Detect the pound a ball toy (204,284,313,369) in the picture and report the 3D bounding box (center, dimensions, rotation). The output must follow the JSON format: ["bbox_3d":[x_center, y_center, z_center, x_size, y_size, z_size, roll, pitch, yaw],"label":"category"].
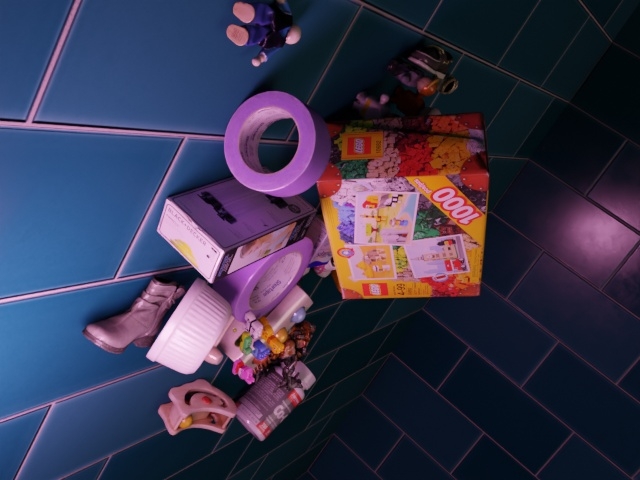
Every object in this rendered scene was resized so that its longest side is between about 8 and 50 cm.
[{"bbox_3d":[-0.171,0.244,1.944,0.319,0.136,0.208,-48,160,-9],"label":"pound a ball toy"}]

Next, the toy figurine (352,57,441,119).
[{"bbox_3d":[0.194,-0.314,1.722,0.213,0.148,0.209,-45,159,-13],"label":"toy figurine"}]

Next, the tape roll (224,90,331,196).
[{"bbox_3d":[-0.081,-0.180,1.321,0.189,0.189,0.080,-54,160,10],"label":"tape roll"}]

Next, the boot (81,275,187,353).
[{"bbox_3d":[-0.376,0.139,1.438,0.161,0.083,0.246,-57,167,5],"label":"boot"}]

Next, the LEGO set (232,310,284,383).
[{"bbox_3d":[-0.152,0.279,1.813,0.087,0.093,0.227,-25,143,-39],"label":"LEGO set"}]

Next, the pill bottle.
[{"bbox_3d":[-0.160,0.542,2.443,0.283,0.161,0.161,-43,159,-18],"label":"pill bottle"}]

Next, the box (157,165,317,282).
[{"bbox_3d":[-0.164,-0.041,1.424,0.290,0.169,0.087,-27,152,-49],"label":"box"}]

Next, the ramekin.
[{"bbox_3d":[-0.283,0.197,1.550,0.207,0.109,0.207,-56,-174,8],"label":"ramekin"}]

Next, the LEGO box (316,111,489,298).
[{"bbox_3d":[0.209,-0.065,1.717,0.500,0.373,0.193,75,15,-54],"label":"LEGO box"}]

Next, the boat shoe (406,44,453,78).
[{"bbox_3d":[0.277,-0.458,1.756,0.068,0.081,0.228,-60,165,17],"label":"boat shoe"}]

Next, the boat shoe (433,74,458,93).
[{"bbox_3d":[0.361,-0.440,1.996,0.056,0.048,0.153,-58,158,20],"label":"boat shoe"}]

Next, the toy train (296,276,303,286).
[{"bbox_3d":[-0.077,0.148,2.132,0.036,0.027,0.158,-46,162,-43],"label":"toy train"}]

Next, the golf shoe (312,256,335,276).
[{"bbox_3d":[0.024,0.068,2.120,0.067,0.086,0.186,-43,160,-24],"label":"golf shoe"}]

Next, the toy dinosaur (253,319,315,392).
[{"bbox_3d":[-0.134,0.362,2.279,0.322,0.164,0.218,-7,120,-37],"label":"toy dinosaur"}]

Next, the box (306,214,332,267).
[{"bbox_3d":[0.000,0.000,1.969,0.137,0.072,0.126,-57,158,19],"label":"box"}]

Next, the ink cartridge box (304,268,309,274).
[{"bbox_3d":[-0.056,0.081,2.054,0.083,0.028,0.048,-35,155,-37],"label":"ink cartridge box"}]

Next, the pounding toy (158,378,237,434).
[{"bbox_3d":[-0.348,0.503,1.994,0.154,0.154,0.270,-57,158,17],"label":"pounding toy"}]

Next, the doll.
[{"bbox_3d":[-0.090,-0.359,1.197,0.189,0.046,0.129,-25,139,-61],"label":"doll"}]

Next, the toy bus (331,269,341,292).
[{"bbox_3d":[0.115,0.071,2.233,0.130,0.108,0.332,-16,150,-16],"label":"toy bus"}]

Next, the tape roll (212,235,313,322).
[{"bbox_3d":[-0.144,0.076,1.779,0.275,0.090,0.274,-43,159,-20],"label":"tape roll"}]
